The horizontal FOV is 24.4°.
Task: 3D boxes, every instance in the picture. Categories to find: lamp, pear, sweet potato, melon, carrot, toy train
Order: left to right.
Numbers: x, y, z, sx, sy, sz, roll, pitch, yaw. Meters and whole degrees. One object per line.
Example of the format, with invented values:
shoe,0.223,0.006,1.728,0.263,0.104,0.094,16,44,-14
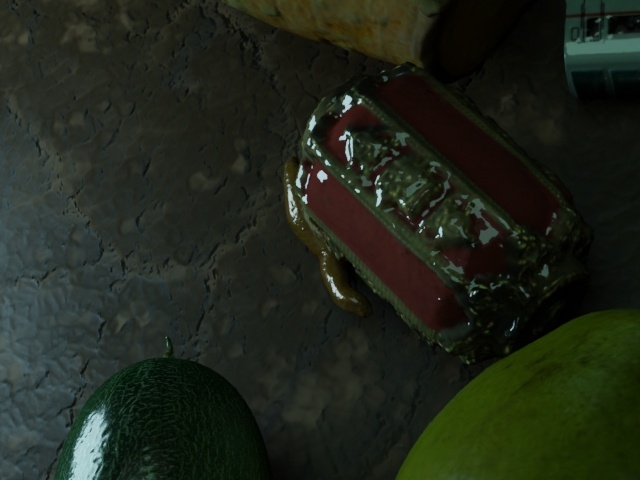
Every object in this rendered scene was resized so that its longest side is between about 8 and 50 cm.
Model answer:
melon,-0.127,0.216,1.189,0.182,0.182,0.287,-3,66,17
sweet potato,0.003,0.000,1.322,0.044,0.044,0.179,-26,63,5
carrot,0.018,-0.284,1.349,0.341,0.224,0.224,31,79,20
lamp,0.098,-0.023,1.227,0.177,0.177,0.274,-41,62,-3
pear,0.197,0.247,0.997,0.352,0.352,0.413,15,82,23
toy train,0.412,-0.171,1.241,0.407,0.086,0.088,-1,66,17
